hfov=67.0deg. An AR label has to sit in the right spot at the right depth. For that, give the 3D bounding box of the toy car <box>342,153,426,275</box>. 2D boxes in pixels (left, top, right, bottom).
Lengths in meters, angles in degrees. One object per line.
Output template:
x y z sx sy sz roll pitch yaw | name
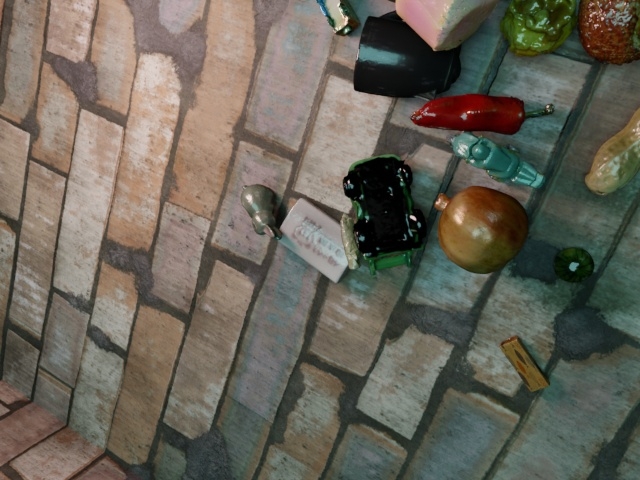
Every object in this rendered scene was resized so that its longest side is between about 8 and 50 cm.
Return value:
0.196 -0.076 1.504 0.214 0.176 0.358 -14 87 -1 | toy car

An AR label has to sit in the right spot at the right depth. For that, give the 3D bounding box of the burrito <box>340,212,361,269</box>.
0.098 0.003 1.551 0.045 0.058 0.188 -19 77 30 | burrito

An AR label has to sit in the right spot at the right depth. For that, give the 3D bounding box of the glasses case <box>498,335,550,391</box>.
0.628 0.378 1.487 0.065 0.041 0.170 -38 85 36 | glasses case

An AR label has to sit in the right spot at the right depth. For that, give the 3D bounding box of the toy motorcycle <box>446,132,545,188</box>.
0.481 -0.231 1.343 0.297 0.198 0.109 31 106 13 | toy motorcycle

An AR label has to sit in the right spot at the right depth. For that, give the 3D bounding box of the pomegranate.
0.440 -0.044 1.370 0.270 0.252 0.229 37 132 10 | pomegranate

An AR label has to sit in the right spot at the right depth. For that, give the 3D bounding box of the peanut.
0.808 -0.239 1.241 0.130 0.130 0.290 43 113 10 | peanut

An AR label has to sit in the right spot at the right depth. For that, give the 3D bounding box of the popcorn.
0.568 -0.577 1.262 0.198 0.156 0.197 10 107 34 | popcorn

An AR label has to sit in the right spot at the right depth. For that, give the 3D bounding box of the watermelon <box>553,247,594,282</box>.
0.722 0.075 1.374 0.106 0.062 0.105 5 106 18 | watermelon

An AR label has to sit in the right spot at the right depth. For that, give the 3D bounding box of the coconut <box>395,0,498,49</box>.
0.308 -0.634 1.218 0.233 0.233 0.245 -39 79 24 | coconut

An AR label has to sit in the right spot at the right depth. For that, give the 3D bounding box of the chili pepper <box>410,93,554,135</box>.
0.444 -0.351 1.348 0.388 0.110 0.110 2 102 -1 | chili pepper

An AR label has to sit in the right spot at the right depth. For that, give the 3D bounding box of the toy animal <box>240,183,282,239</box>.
-0.208 -0.085 1.661 0.108 0.138 0.236 -35 48 30 | toy animal

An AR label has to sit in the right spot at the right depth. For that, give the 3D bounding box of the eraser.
0.000 0.000 1.647 0.270 0.095 0.174 36 105 12 | eraser

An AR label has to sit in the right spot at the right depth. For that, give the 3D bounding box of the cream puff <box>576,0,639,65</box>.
0.747 -0.544 1.162 0.240 0.164 0.239 -6 111 -17 | cream puff

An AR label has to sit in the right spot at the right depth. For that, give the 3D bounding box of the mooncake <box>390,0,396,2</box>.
0.243 -0.812 1.362 0.275 0.135 0.274 3 99 20 | mooncake

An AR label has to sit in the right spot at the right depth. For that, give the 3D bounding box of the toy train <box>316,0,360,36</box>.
0.047 -0.712 1.482 0.072 0.099 0.188 -30 89 28 | toy train

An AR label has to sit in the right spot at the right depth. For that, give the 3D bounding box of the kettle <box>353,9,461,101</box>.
0.262 -0.538 1.382 0.290 0.207 0.268 13 91 10 | kettle
